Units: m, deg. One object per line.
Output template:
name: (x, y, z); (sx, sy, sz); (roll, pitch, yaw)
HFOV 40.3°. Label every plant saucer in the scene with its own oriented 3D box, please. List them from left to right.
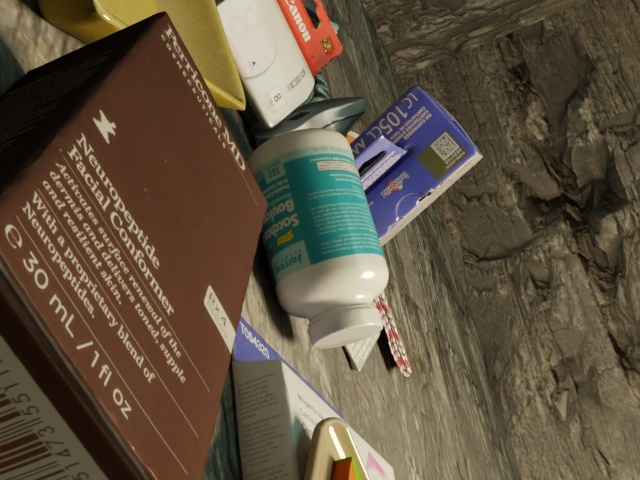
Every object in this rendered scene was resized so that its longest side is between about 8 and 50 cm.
plant saucer: (-0.211, -0.303, 0.882); (0.333, 0.081, 0.332); (20, 50, -72)

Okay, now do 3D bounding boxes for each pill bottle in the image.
pill bottle: (0.000, 0.000, 1.116); (0.146, 0.146, 0.264); (36, 35, -66)

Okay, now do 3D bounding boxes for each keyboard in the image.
keyboard: (0.067, 0.149, 1.439); (0.256, 0.014, 0.072); (-35, 104, -76)

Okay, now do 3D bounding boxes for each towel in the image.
towel: (0.122, 0.151, 1.606); (0.144, 0.029, 0.197); (-4, 74, -85)

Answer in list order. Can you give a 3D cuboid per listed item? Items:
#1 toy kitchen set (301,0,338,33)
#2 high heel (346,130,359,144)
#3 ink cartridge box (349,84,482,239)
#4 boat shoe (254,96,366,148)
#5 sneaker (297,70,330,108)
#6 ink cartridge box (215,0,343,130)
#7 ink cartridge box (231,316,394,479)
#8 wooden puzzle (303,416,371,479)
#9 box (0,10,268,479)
toy kitchen set: (-0.044, -0.423, 1.370); (0.122, 0.166, 0.207); (41, 20, 29)
high heel: (0.085, -0.149, 1.876); (0.244, 0.082, 0.117); (46, -9, -27)
ink cartridge box: (0.120, -0.107, 1.430); (0.151, 0.270, 0.395); (48, 12, 3)
boat shoe: (-0.011, -0.159, 1.341); (0.258, 0.095, 0.084); (-32, 119, -46)
sneaker: (-0.052, -0.320, 1.495); (0.118, 0.110, 0.292); (46, 25, -39)
ink cartridge box: (-0.056, -0.300, 1.266); (0.232, 0.066, 0.189); (-43, 121, -27)
ink cartridge box: (0.012, 0.268, 0.942); (0.324, 0.071, 0.330); (52, 23, -49)
wooden puzzle: (0.035, 0.301, 0.758); (0.238, 0.044, 0.221); (-63, 133, -68)
box: (-0.148, 0.005, 0.559); (0.381, 0.143, 0.191); (-88, 153, -62)
